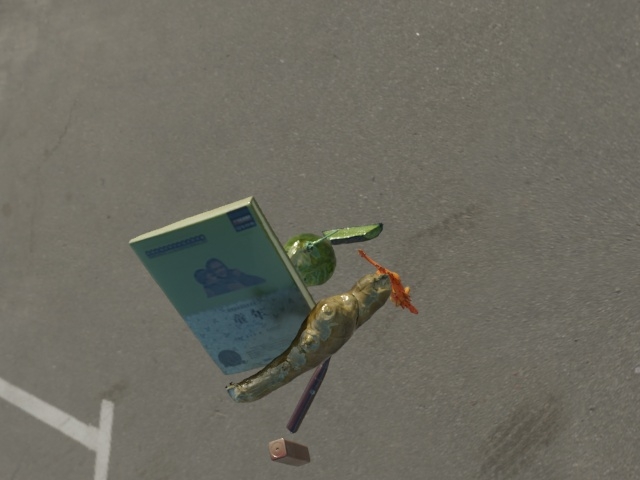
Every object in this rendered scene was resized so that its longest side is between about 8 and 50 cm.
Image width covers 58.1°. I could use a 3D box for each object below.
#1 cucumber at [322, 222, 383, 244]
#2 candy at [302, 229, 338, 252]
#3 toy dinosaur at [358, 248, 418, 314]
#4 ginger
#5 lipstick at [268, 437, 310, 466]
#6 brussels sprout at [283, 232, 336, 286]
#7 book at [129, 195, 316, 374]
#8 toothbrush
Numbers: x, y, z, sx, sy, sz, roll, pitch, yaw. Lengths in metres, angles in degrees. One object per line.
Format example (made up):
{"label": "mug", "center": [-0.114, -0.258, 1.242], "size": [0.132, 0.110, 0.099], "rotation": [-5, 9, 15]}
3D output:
{"label": "cucumber", "center": [0.112, -0.016, 1.999], "size": [0.220, 0.070, 0.046], "rotation": [-9, 114, 11]}
{"label": "candy", "center": [0.000, 0.000, 1.157], "size": [0.083, 0.025, 0.023], "rotation": [-29, 31, 7]}
{"label": "toy dinosaur", "center": [0.215, 0.133, 1.720], "size": [0.070, 0.288, 0.117], "rotation": [-40, 23, 3]}
{"label": "ginger", "center": [-0.012, 0.169, 0.969], "size": [0.333, 0.148, 0.081], "rotation": [-43, 80, 6]}
{"label": "lipstick", "center": [-0.073, 0.506, 1.374], "size": [0.045, 0.145, 0.045], "rotation": [-23, 58, 11]}
{"label": "brussels sprout", "center": [-0.044, 0.060, 1.718], "size": [0.144, 0.180, 0.161], "rotation": [-11, 93, 55]}
{"label": "book", "center": [-0.146, 0.102, 1.022], "size": [0.239, 0.352, 0.035], "rotation": [-17, 34, 16]}
{"label": "toothbrush", "center": [-0.014, 0.452, 1.846], "size": [0.041, 0.041, 0.364], "rotation": [29, 94, 32]}
